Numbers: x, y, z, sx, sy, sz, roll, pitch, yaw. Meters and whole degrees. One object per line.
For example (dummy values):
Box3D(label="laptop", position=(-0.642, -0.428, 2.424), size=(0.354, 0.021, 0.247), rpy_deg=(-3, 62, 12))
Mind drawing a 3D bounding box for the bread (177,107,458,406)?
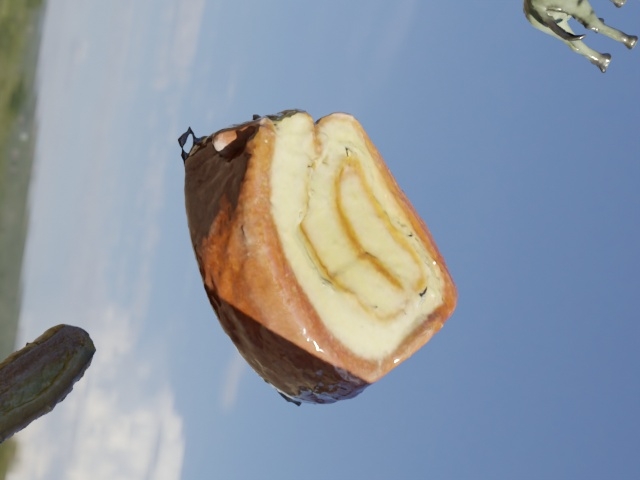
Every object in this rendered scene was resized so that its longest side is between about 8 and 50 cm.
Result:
Box3D(label="bread", position=(-0.008, 0.006, 1.355), size=(0.123, 0.244, 0.190), rpy_deg=(-20, -160, 50))

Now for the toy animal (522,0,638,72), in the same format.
Box3D(label="toy animal", position=(0.233, -0.259, 1.856), size=(0.073, 0.176, 0.217), rpy_deg=(-58, -166, 25))

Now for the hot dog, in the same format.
Box3D(label="hot dog", position=(-0.276, 0.142, 1.630), size=(0.215, 0.066, 0.047), rpy_deg=(-43, 160, -54))
